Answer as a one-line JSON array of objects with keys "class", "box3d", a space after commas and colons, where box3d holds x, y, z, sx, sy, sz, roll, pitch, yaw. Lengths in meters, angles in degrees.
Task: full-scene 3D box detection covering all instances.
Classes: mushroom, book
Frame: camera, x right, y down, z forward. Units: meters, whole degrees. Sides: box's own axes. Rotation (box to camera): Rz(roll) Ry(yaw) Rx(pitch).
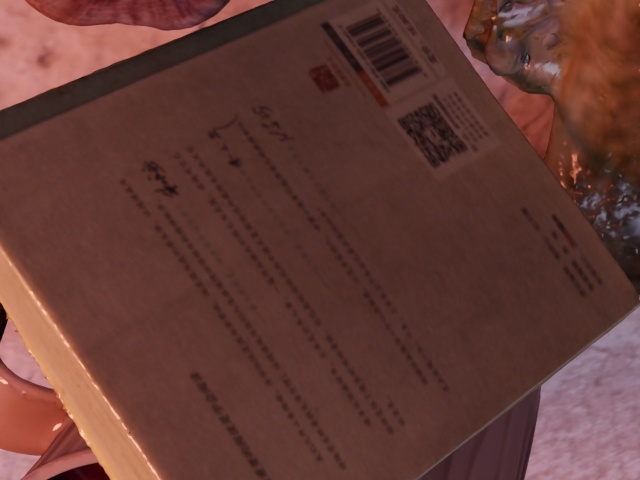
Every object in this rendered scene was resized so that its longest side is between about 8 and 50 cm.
[{"class": "mushroom", "box3d": [0.185, -0.090, 0.818, 0.247, 0.130, 0.344, -3, 136, -26]}, {"class": "book", "box3d": [0.000, 0.000, 0.694, 0.283, 0.215, 0.025, -28, 171, -42]}]

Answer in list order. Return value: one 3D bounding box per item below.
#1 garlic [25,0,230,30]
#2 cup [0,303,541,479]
[{"class": "garlic", "box3d": [-0.071, -0.147, 0.665, 0.147, 0.102, 0.159, 6, 134, -30]}, {"class": "cup", "box3d": [-0.041, 0.115, 0.820, 0.288, 0.273, 0.208, 10, 120, 13]}]
